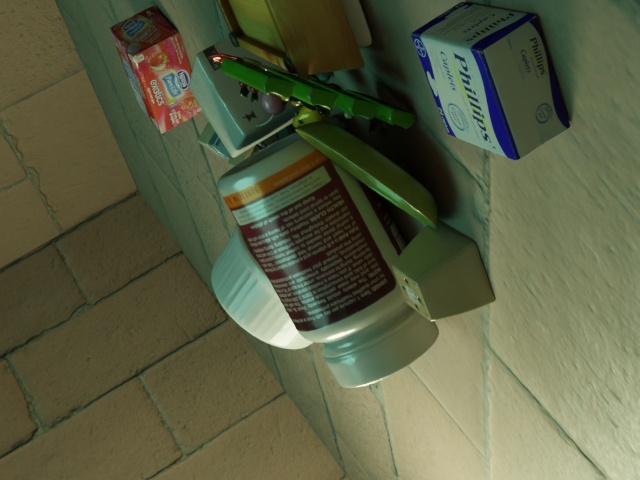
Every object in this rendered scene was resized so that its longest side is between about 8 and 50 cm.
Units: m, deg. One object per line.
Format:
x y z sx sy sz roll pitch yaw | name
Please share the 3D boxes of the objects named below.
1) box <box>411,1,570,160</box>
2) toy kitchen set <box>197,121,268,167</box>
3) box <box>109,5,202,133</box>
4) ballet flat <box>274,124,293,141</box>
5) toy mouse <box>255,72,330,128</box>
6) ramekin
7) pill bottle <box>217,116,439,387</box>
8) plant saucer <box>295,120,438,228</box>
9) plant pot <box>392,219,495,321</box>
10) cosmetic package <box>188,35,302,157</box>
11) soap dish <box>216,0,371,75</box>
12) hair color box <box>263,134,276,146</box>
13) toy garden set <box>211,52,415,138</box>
0.170 -0.164 1.060 0.137 0.072 0.126 34 152 60 | box
-0.074 -0.157 1.838 0.166 0.122 0.207 24 170 46 | toy kitchen set
-0.376 -0.392 2.414 0.128 0.122 0.257 49 163 34 | box
-0.074 -0.218 1.901 0.041 0.041 0.114 48 162 38 | ballet flat
-0.043 -0.235 1.581 0.031 0.161 0.143 2 -112 -67 | toy mouse
-0.078 0.081 2.031 0.277 0.135 0.277 31 -155 -16 | ramekin
0.020 0.022 1.678 0.392 0.224 0.224 62 166 -10 | pill bottle
0.073 -0.099 1.456 0.241 0.037 0.241 35 180 0 | plant saucer
0.167 0.051 1.486 0.109 0.096 0.109 37 154 57 | plant pot
-0.111 -0.250 1.711 0.151 0.151 0.184 58 167 -1 | cosmetic package
-0.064 -0.347 1.405 0.291 0.118 0.229 38 156 58 | soap dish
-0.101 -0.139 2.041 0.053 0.093 0.167 53 166 21 | hair color box
-0.031 -0.191 1.377 0.204 0.244 0.049 32 108 49 | toy garden set
